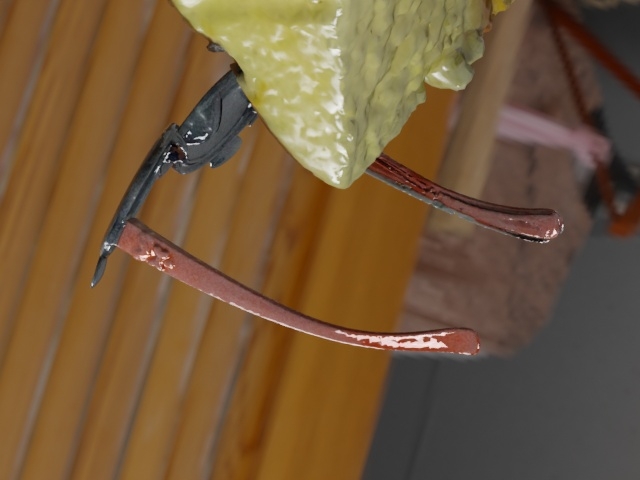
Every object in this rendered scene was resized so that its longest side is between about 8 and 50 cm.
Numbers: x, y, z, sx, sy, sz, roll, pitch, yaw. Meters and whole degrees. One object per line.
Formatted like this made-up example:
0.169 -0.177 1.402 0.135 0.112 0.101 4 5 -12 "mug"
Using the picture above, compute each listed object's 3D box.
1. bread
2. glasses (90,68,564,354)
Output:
0.012 -0.189 0.927 0.263 0.198 0.236 -51 146 -30 "bread"
0.000 0.000 1.318 0.234 0.268 0.118 -47 164 -55 "glasses"
